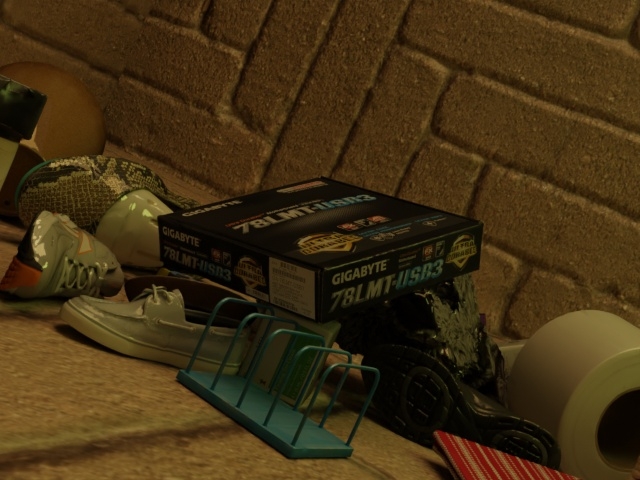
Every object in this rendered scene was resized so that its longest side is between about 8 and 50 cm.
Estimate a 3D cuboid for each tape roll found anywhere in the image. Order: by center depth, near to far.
[{"bbox_3d":[0.419,0.242,1.450,0.246,0.246,0.169,23,8,-18],"label":"tape roll"}]

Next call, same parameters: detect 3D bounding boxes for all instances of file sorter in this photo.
[{"bbox_3d":[-0.041,0.144,1.051,0.170,0.104,0.118,28,6,34],"label":"file sorter"}]

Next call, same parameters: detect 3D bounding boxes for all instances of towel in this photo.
[{"bbox_3d":[0.273,0.315,1.153,0.275,0.031,0.199,22,11,-17],"label":"towel"}]

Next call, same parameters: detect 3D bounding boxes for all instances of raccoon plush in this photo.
[{"bbox_3d":[0.084,0.165,1.479,0.299,0.446,0.216,-12,26,26],"label":"raccoon plush"}]

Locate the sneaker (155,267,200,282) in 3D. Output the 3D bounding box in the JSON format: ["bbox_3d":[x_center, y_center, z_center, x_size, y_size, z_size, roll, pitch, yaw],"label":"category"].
[{"bbox_3d":[-0.183,0.080,1.414,0.059,0.053,0.144,24,5,-43],"label":"sneaker"}]

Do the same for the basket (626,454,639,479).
[{"bbox_3d":[0.604,0.340,1.212,0.328,0.266,0.331,22,3,-26],"label":"basket"}]

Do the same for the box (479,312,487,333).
[{"bbox_3d":[0.194,0.169,1.840,0.201,0.057,0.293,-4,-4,15],"label":"box"}]

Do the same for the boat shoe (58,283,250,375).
[{"bbox_3d":[-0.178,0.089,1.104,0.228,0.081,0.079,22,5,-35],"label":"boat shoe"}]

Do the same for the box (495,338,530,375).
[{"bbox_3d":[0.341,0.205,1.717,0.322,0.058,0.232,-7,-5,13],"label":"box"}]

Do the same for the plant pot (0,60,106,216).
[{"bbox_3d":[-0.469,-0.141,1.561,0.237,0.237,0.254,23,17,-16],"label":"plant pot"}]

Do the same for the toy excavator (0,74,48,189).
[{"bbox_3d":[-0.507,-0.132,1.110,0.445,0.222,0.433,24,3,28],"label":"toy excavator"}]

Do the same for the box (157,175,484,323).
[{"bbox_3d":[0.000,0.000,1.238,0.296,0.073,0.293,-15,25,-42],"label":"box"}]

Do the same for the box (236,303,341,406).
[{"bbox_3d":[-0.037,0.134,1.210,0.087,0.101,0.102,25,4,7],"label":"box"}]

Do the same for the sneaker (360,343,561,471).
[{"bbox_3d":[0.177,0.234,1.320,0.286,0.109,0.130,34,-2,2],"label":"sneaker"}]

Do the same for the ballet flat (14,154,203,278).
[{"bbox_3d":[-0.259,-0.016,1.528,0.182,0.164,0.483,32,3,21],"label":"ballet flat"}]

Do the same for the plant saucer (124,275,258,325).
[{"bbox_3d":[-0.161,0.086,1.214,0.169,0.029,0.168,8,-22,3],"label":"plant saucer"}]

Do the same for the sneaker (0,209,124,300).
[{"bbox_3d":[-0.290,0.029,1.166,0.121,0.099,0.262,29,5,-7],"label":"sneaker"}]
